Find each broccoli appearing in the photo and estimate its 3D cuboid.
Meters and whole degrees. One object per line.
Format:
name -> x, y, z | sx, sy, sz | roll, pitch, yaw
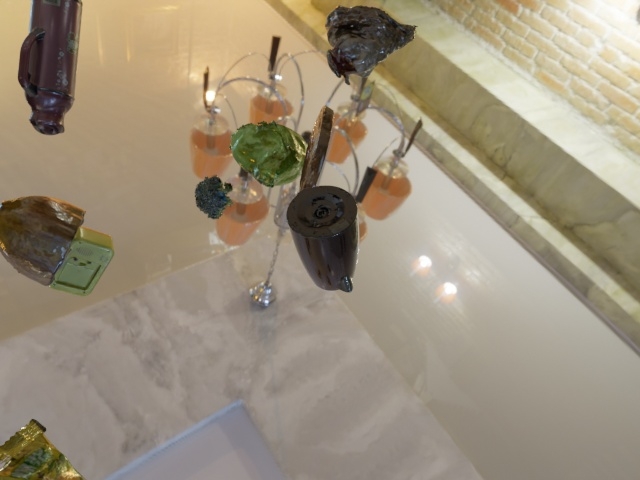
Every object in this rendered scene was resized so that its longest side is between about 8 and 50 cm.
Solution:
broccoli -> -0.372, -0.163, 1.705 | 0.155, 0.167, 0.160 | 2, -145, 45

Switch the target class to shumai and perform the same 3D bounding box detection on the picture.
shumai -> 0.114, -0.499, 1.255 | 0.218, 0.185, 0.184 | 10, -172, -26

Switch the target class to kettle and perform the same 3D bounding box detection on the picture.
kettle -> 0.000, 0.000, 1.042 | 0.144, 0.232, 0.202 | -33, -126, -19

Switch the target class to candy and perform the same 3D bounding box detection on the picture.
candy -> -0.598, 0.548, 1.061 | 0.297, 0.081, 0.187 | 43, -172, -2

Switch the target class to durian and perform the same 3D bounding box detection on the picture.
durian -> -0.154, -0.290, 1.556 | 0.256, 0.204, 0.340 | 35, -163, 13

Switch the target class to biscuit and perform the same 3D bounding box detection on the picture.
biscuit -> -0.017, -0.240, 1.312 | 0.049, 0.257, 0.273 | 15, -148, -5

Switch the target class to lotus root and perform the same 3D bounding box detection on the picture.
lotus root -> -0.696, -0.012, 1.152 | 0.180, 0.199, 0.188 | 25, -168, -27

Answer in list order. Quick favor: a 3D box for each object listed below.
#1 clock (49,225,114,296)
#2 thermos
clock -> -0.749, 0.064, 1.478 | 0.143, 0.202, 0.096 | 27, -162, -37
thermos -> -0.643, -0.419, 1.130 | 0.110, 0.136, 0.330 | 5, -86, -22
